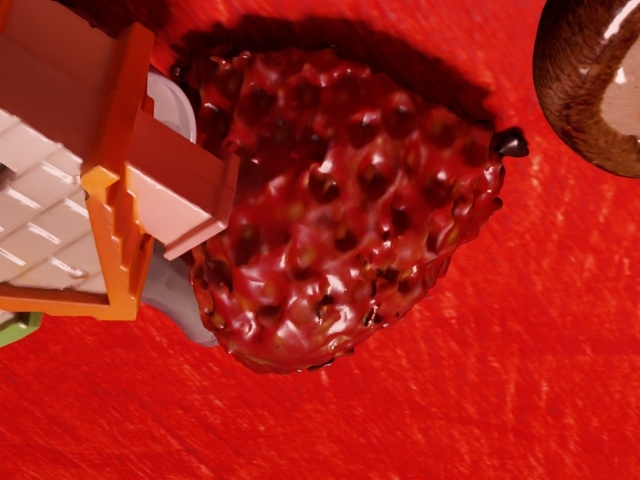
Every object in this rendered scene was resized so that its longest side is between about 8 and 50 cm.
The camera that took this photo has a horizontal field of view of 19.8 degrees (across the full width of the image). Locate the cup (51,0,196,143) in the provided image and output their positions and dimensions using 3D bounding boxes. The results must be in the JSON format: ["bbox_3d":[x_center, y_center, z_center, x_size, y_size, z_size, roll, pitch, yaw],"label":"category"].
[{"bbox_3d":[-0.183,-0.065,1.070,0.142,0.173,0.134,41,153,35],"label":"cup"}]

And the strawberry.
[{"bbox_3d":[0.000,0.000,1.133,0.234,0.178,0.234,11,156,5],"label":"strawberry"}]

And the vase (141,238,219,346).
[{"bbox_3d":[-0.136,0.007,1.284,0.086,0.086,0.214,-13,147,34],"label":"vase"}]

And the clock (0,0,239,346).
[{"bbox_3d":[-0.182,-0.059,0.874,0.255,0.106,0.220,33,138,-30],"label":"clock"}]

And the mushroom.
[{"bbox_3d":[0.214,-0.123,0.908,0.231,0.138,0.194,-16,128,20],"label":"mushroom"}]
